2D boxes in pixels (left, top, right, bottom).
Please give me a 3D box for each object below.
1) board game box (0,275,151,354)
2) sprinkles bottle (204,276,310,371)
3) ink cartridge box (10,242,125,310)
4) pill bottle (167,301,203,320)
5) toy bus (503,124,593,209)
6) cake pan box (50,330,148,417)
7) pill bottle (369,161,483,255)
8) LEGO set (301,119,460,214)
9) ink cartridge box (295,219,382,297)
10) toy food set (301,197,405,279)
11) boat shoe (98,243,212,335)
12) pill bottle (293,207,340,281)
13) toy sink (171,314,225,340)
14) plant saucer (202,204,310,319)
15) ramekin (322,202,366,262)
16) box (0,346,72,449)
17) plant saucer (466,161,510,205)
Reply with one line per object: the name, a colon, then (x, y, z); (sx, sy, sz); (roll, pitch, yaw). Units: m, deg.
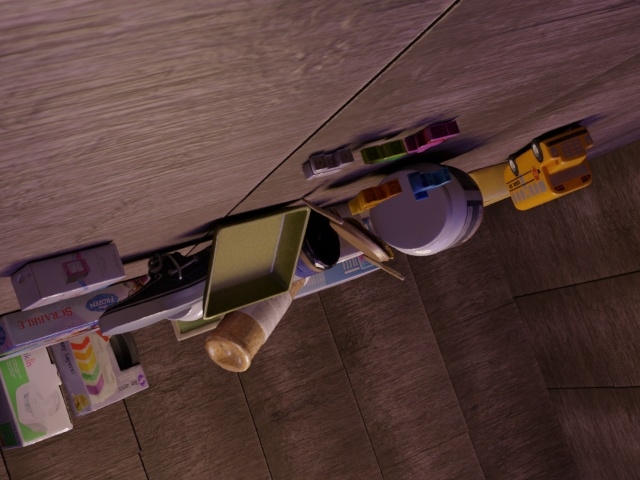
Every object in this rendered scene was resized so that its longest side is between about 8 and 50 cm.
board game box: (-0.550, 0.174, 1.682); (0.319, 0.065, 0.318); (-16, 175, -40)
sprinkles bottle: (-0.141, 0.155, 1.939); (0.121, 0.121, 0.355); (-23, -157, 43)
ink cartridge box: (-0.340, 0.049, 1.075); (0.123, 0.052, 0.088); (-15, 174, -38)
pill bottle: (-0.282, 0.116, 1.789); (0.121, 0.121, 0.221); (-21, 176, 15)
toy bus: (0.513, -0.159, 1.803); (0.108, 0.130, 0.332); (-19, 176, -4)
cake pan box: (-0.568, 0.301, 2.057); (0.070, 0.245, 0.267); (-20, 175, 19)
pill bottle: (0.188, -0.057, 1.409); (0.162, 0.162, 0.278); (-21, 175, 21)
LEGO set: (0.079, -0.082, 1.054); (0.227, 0.087, 0.093); (-16, 175, -28)
ink cartridge box: (-0.058, 0.086, 2.256); (0.396, 0.151, 0.270); (-20, 176, -18)
toy food set: (0.066, -0.013, 1.327); (0.038, 0.192, 0.132); (-53, -144, -5)
boat shoe: (-0.251, 0.066, 1.384); (0.306, 0.104, 0.113); (-25, 175, -25)
pill bottle: (-0.082, 0.027, 1.518); (0.219, 0.122, 0.123); (-21, 176, 30)
toy sink: (-0.273, 0.148, 2.073); (0.234, 0.152, 0.131); (-20, 176, 23)
plant saucer: (-0.118, 0.025, 1.340); (0.188, 0.045, 0.188); (-16, 135, -38)
ramekin: (0.000, 0.000, 1.656); (0.207, 0.109, 0.207); (-20, 176, -1)
box: (-0.705, 0.347, 1.893); (0.127, 0.261, 0.231); (-17, 176, -34)
plant saucer: (0.401, -0.123, 2.139); (0.333, 0.080, 0.333); (-16, 176, -38)
